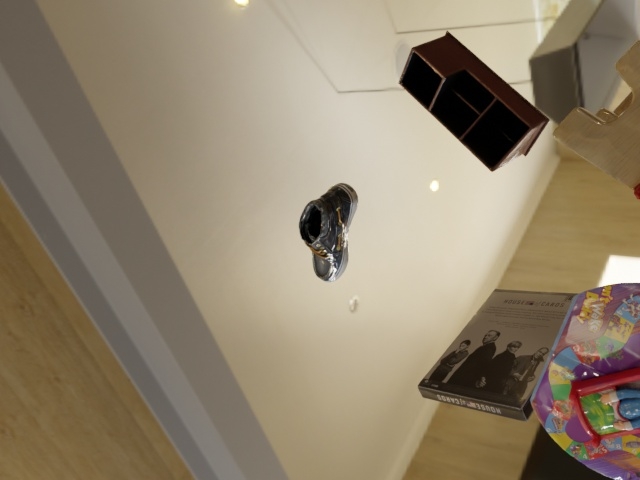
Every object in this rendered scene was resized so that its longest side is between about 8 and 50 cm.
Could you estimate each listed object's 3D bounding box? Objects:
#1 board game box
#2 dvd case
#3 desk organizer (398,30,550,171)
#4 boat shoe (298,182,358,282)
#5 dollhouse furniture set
[{"bbox_3d":[0.227,0.113,0.494,0.033,0.133,0.169,-35,-37,-56],"label":"board game box"},{"bbox_3d":[0.277,0.156,1.018,0.238,0.179,0.030,-42,-64,-32],"label":"dvd case"},{"bbox_3d":[0.134,-0.126,0.624,0.050,0.130,0.047,-28,-25,-31],"label":"desk organizer"},{"bbox_3d":[0.000,0.000,1.063,0.083,0.065,0.183,-29,-39,-41],"label":"boat shoe"},{"bbox_3d":[0.348,-0.116,0.525,0.374,0.152,0.201,-17,-31,-55],"label":"dollhouse furniture set"}]
